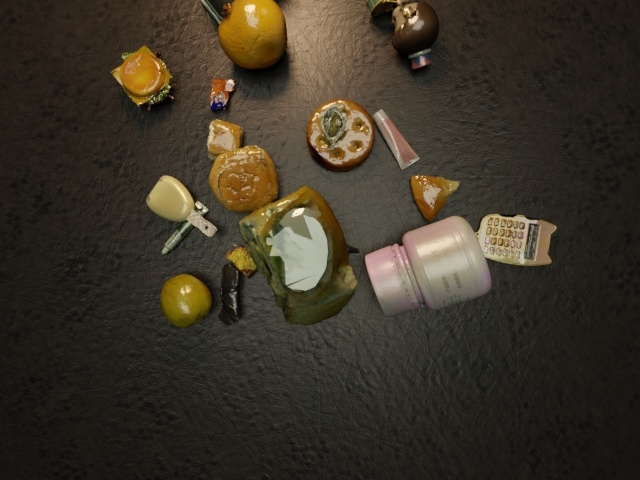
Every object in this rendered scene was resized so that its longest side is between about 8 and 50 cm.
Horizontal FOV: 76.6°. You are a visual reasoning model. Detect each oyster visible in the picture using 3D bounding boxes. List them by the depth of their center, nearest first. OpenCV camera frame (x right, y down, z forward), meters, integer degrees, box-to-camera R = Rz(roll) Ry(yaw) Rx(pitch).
[{"bbox_3d":[0.039,-0.348,1.222,0.100,0.037,0.098,-46,109,-16],"label":"oyster"}]

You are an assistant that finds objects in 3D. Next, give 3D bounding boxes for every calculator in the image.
[{"bbox_3d":[0.603,-0.004,1.268,0.237,0.033,0.157,9,91,4],"label":"calculator"}]

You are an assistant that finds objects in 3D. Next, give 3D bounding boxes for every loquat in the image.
[{"bbox_3d":[-0.197,-0.619,1.202,0.208,0.208,0.208,0,90,2],"label":"loquat"}]

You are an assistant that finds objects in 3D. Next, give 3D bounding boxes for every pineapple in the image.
[{"bbox_3d":[-0.229,0.065,1.283,0.137,0.069,0.116,2,96,11],"label":"pineapple"}]

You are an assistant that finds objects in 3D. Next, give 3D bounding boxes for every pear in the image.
[{"bbox_3d":[-0.413,0.185,1.246,0.149,0.149,0.162,-35,71,2],"label":"pear"}]

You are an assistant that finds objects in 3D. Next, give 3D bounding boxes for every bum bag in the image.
[{"bbox_3d":[-0.282,0.171,1.284,0.087,0.049,0.197,3,92,43],"label":"bum bag"}]

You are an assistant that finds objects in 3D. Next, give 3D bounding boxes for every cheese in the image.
[{"bbox_3d":[-0.423,-0.094,1.267,0.251,0.054,0.127,35,93,13],"label":"cheese"}]

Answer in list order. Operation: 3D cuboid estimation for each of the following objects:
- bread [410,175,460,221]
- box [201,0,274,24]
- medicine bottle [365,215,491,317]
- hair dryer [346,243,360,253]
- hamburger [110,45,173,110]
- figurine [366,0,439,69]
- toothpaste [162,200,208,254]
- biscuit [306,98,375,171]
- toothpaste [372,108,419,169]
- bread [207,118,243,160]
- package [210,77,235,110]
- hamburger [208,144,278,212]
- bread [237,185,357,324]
[{"bbox_3d":[0.339,-0.159,1.266,0.136,0.054,0.154,38,89,4],"label":"bread"},{"bbox_3d":[-0.228,-0.815,1.215,0.312,0.182,0.175,-38,89,1],"label":"box"},{"bbox_3d":[0.303,0.084,1.172,0.302,0.241,0.241,-21,90,11],"label":"medicine bottle"},{"bbox_3d":[0.000,0.000,1.278,0.256,0.070,0.128,7,90,-5],"label":"hair dryer"},{"bbox_3d":[-0.546,-0.506,1.270,0.164,0.093,0.189,-28,91,0],"label":"hamburger"},{"bbox_3d":[0.262,-0.656,1.222,0.158,0.161,0.275,-29,88,25],"label":"figurine"},{"bbox_3d":[-0.440,-0.035,1.300,0.049,0.031,0.204,39,90,0],"label":"toothpaste"},{"bbox_3d":[0.063,-0.325,1.265,0.221,0.066,0.220,0,91,3],"label":"biscuit"},{"bbox_3d":[0.232,-0.320,1.275,0.067,0.043,0.194,-34,95,-1],"label":"toothpaste"},{"bbox_3d":[-0.298,-0.311,1.268,0.106,0.082,0.125,8,88,6],"label":"bread"},{"bbox_3d":[-0.315,-0.465,1.295,0.077,0.033,0.110,0,76,25],"label":"package"},{"bbox_3d":[-0.233,-0.183,1.239,0.214,0.108,0.213,-4,111,-10],"label":"hamburger"},{"bbox_3d":[-0.045,0.065,1.114,0.239,0.264,0.395,-26,94,-13],"label":"bread"}]
